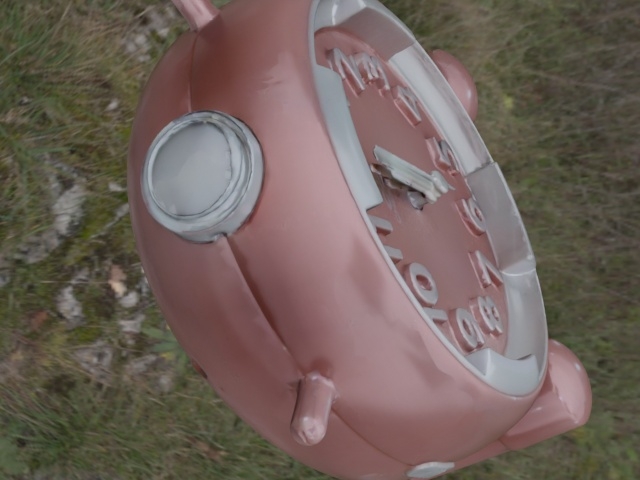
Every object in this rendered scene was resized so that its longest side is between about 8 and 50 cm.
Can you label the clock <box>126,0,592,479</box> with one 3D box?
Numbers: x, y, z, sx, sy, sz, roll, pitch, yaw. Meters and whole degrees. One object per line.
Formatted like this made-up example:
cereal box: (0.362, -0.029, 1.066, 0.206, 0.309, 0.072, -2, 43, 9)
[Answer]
clock: (0.000, 0.000, 0.472, 0.241, 0.142, 0.227, 19, 49, -61)
